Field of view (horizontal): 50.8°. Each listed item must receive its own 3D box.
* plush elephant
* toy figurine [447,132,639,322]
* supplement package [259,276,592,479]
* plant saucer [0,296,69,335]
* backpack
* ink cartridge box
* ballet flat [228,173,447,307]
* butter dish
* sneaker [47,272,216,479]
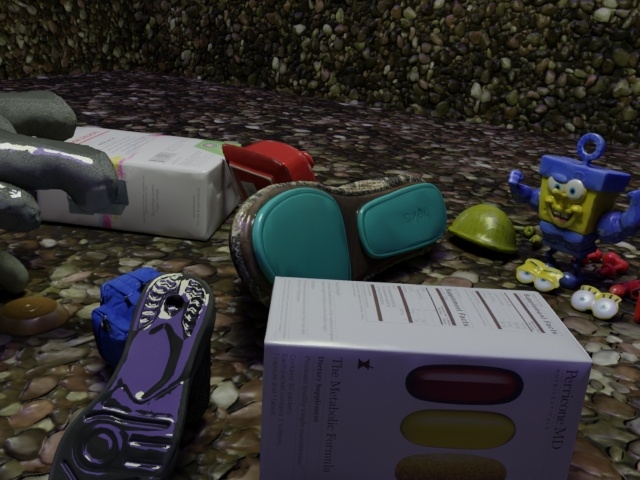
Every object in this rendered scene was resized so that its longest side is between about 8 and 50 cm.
[{"bbox_3d":[-0.415,-0.020,0.749,0.329,0.256,0.272,-4,29,-40],"label":"plush elephant"},{"bbox_3d":[0.368,-0.056,0.991,0.191,0.217,0.362,-9,24,-31],"label":"toy figurine"},{"bbox_3d":[0.076,0.121,0.570,0.243,0.139,0.134,3,19,-1],"label":"supplement package"},{"bbox_3d":[-0.334,0.083,0.776,0.083,0.015,0.083,4,20,-1],"label":"plant saucer"},{"bbox_3d":[-0.181,0.082,0.690,0.101,0.098,0.120,-16,29,-35],"label":"backpack"},{"bbox_3d":[-0.329,-0.105,1.134,0.353,0.119,0.207,7,21,7],"label":"ink cartridge box"},{"bbox_3d":[0.000,0.000,0.912,0.181,0.164,0.482,-9,4,35],"label":"ballet flat"},{"bbox_3d":[-0.058,-0.100,1.080,0.159,0.160,0.118,21,53,39],"label":"butter dish"},{"bbox_3d":[-0.142,0.150,0.554,0.087,0.130,0.228,10,48,3],"label":"sneaker"}]
